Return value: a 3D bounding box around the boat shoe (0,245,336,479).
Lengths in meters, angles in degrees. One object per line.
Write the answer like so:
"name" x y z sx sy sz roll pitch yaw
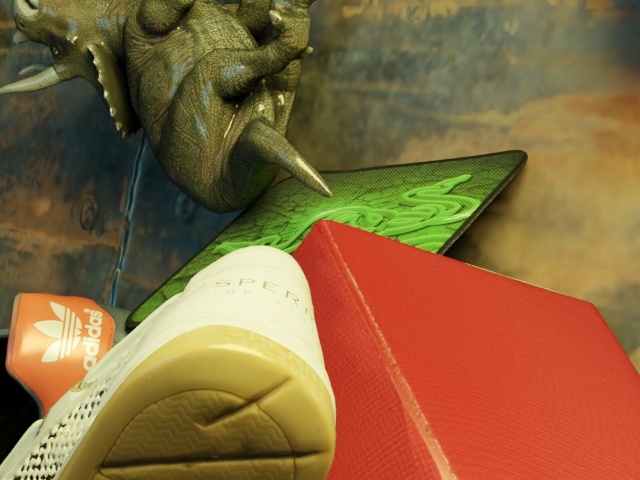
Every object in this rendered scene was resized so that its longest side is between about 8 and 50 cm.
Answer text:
"boat shoe" -0.080 0.112 0.535 0.277 0.098 0.096 -48 17 29

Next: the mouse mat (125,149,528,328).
"mouse mat" 0.000 0.000 0.742 0.189 0.152 0.007 -3 122 44

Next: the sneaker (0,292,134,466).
"sneaker" -0.209 0.132 0.868 0.350 0.148 0.131 -42 36 36

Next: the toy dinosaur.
"toy dinosaur" -0.062 -0.090 0.847 0.313 0.121 0.160 44 123 37

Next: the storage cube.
"storage cube" 0.045 0.134 0.601 0.183 0.215 0.193 -50 45 26
